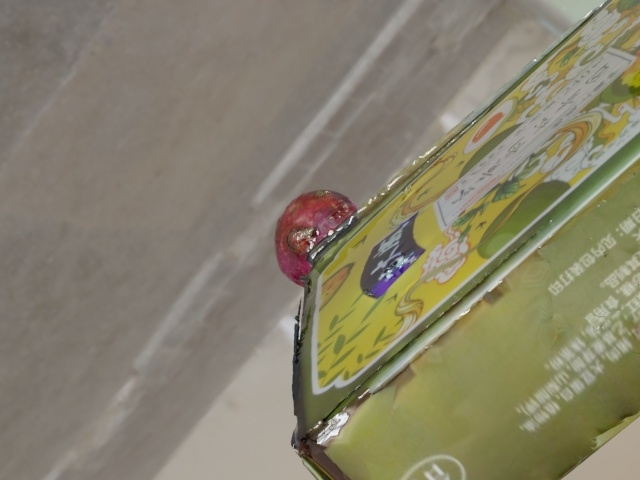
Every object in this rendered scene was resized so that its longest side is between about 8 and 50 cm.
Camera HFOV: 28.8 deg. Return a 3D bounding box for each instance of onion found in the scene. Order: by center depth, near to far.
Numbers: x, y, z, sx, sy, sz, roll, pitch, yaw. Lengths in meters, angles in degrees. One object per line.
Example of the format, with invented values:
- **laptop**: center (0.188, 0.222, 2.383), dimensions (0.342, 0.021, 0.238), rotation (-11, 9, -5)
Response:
- **onion**: center (0.000, 0.000, 1.269), dimensions (0.107, 0.107, 0.097), rotation (-51, 149, 11)

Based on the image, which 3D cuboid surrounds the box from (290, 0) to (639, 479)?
- **box**: center (0.172, -0.018, 0.873), dimensions (0.420, 0.138, 0.373), rotation (-42, -168, 11)
